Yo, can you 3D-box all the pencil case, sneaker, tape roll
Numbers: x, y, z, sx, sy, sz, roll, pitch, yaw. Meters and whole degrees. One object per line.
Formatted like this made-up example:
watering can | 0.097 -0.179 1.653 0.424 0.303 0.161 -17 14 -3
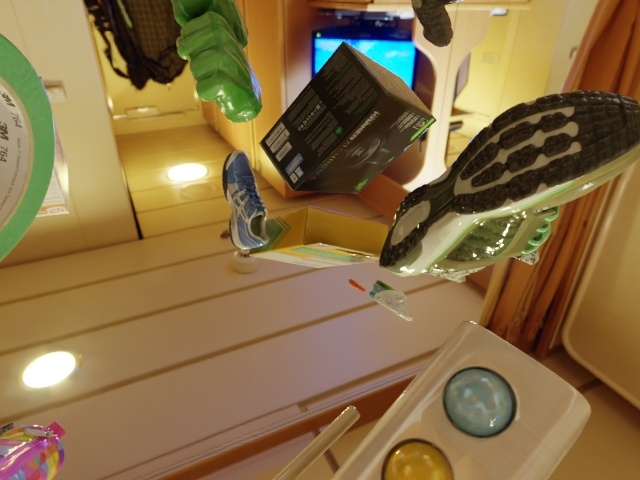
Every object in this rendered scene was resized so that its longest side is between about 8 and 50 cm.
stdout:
pencil case | -0.372 0.277 0.491 0.104 0.105 0.236 -9 174 -17
sneaker | -0.149 -0.084 0.909 0.081 0.211 0.080 4 -161 38
tape roll | -0.437 -0.089 0.468 0.077 0.321 0.321 19 -148 4
sneaker | 0.258 -0.040 0.596 0.182 0.410 0.158 23 -118 -17

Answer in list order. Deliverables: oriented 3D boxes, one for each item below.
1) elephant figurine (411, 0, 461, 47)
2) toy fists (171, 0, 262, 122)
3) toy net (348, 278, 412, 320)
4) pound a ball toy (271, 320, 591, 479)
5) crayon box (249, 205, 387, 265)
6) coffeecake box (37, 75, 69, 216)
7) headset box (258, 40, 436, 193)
elephant figurine | 0.136 -0.335 0.463 0.239 0.169 0.186 37 -154 -23
toy fists | -0.174 -0.330 0.701 0.096 0.142 0.279 -15 -110 6
toy net | 0.125 0.104 0.868 0.122 0.045 0.232 33 177 -4
pound a ball toy | 0.052 0.212 0.396 0.319 0.136 0.208 -45 -132 -11
crayon box | 0.000 0.000 0.955 0.203 0.083 0.323 12 169 -30
coffeecake box | -0.483 -0.154 0.731 0.068 0.185 0.142 -9 -125 -23
headset box | 0.067 -0.220 0.871 0.131 0.246 0.283 56 -152 16
